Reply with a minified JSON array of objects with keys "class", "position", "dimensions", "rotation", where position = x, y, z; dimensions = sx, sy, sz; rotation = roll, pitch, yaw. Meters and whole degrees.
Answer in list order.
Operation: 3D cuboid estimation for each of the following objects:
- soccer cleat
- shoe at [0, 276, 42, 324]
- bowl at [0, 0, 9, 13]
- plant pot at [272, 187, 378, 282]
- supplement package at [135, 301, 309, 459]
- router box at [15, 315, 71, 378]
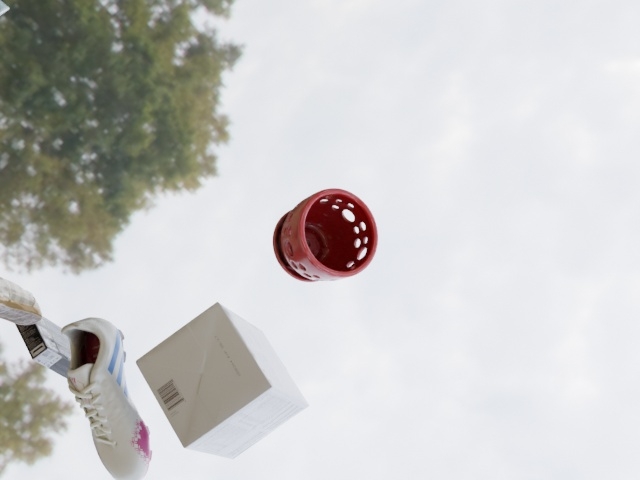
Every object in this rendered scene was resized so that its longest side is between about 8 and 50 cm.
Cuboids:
[{"class":"soccer cleat","position":[-0.421,0.304,1.729],"dimensions":[0.116,0.143,0.331],"rotation":[-24,-108,18]},{"class":"shoe","position":[-0.588,0.100,1.640],"dimensions":[0.077,0.219,0.058],"rotation":[-18,-114,17]},{"class":"bowl","position":[-0.725,-0.395,1.590],"dimensions":[0.312,0.163,0.311],"rotation":[-26,-158,11]},{"class":"plant pot","position":[0.000,0.000,1.942],"dimensions":[0.174,0.191,0.191],"rotation":[-24,-148,57]},{"class":"supplement package","position":[-0.183,0.279,1.763],"dimensions":[0.198,0.262,0.199],"rotation":[-36,-113,2]},{"class":"router box","position":[-0.613,0.238,2.071],"dimensions":[0.046,0.179,0.133],"rotation":[-37,-121,-1]}]
